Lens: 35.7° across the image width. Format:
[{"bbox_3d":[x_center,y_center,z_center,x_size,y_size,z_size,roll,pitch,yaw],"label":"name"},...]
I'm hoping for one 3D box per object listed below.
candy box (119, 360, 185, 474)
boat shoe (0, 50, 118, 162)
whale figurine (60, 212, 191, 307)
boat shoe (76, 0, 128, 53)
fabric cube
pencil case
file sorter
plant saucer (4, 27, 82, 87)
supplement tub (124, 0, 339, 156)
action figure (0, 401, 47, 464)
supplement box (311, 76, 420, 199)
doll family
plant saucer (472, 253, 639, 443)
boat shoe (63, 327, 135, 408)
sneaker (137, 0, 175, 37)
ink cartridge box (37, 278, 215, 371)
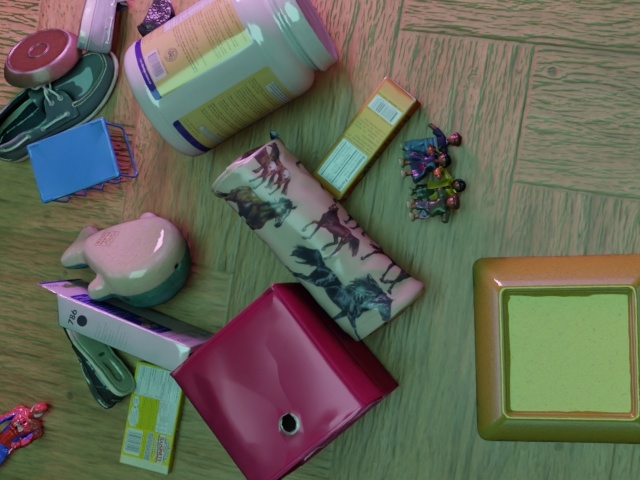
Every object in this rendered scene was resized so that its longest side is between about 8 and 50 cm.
[{"bbox_3d":[-0.326,0.346,1.946,0.105,0.027,0.206,11,93,12],"label":"candy box"},{"bbox_3d":[-0.538,-0.270,1.970,0.319,0.099,0.116,-37,78,10],"label":"boat shoe"},{"bbox_3d":[-0.370,0.044,1.915,0.272,0.141,0.216,6,51,32],"label":"whale figurine"},{"bbox_3d":[-0.419,-0.472,1.956,0.081,0.079,0.227,15,76,-19],"label":"boat shoe"},{"bbox_3d":[-0.057,0.248,1.757,0.254,0.259,0.258,-40,79,12],"label":"fabric cube"},{"bbox_3d":[0.000,0.000,1.762,0.410,0.183,0.160,46,111,0],"label":"pencil case"},{"bbox_3d":[-0.463,-0.153,1.947,0.170,0.104,0.118,-18,85,14],"label":"file sorter"},{"bbox_3d":[-0.553,-0.367,1.961,0.168,0.029,0.168,-10,48,11],"label":"plant saucer"},{"bbox_3d":[-0.159,-0.327,1.799,0.331,0.241,0.241,-29,82,12],"label":"supplement tub"},{"bbox_3d":[-0.662,0.422,1.982,0.280,0.139,0.091,-43,81,8],"label":"action figure"},{"bbox_3d":[0.081,-0.183,1.819,0.080,0.078,0.233,41,100,8],"label":"supplement box"},{"bbox_3d":[0.208,-0.122,1.788,0.111,0.076,0.193,-14,83,19],"label":"doll family"},{"bbox_3d":[0.431,0.191,1.723,0.333,0.081,0.332,-2,88,15],"label":"plant saucer"},{"bbox_3d":[-0.457,0.222,1.957,0.079,0.084,0.233,-44,73,35],"label":"boat shoe"},{"bbox_3d":[-0.324,-0.394,1.944,0.089,0.051,0.170,29,92,13],"label":"sneaker"},{"bbox_3d":[-0.367,0.160,1.888,0.333,0.165,0.065,21,97,15],"label":"ink cartridge box"}]
